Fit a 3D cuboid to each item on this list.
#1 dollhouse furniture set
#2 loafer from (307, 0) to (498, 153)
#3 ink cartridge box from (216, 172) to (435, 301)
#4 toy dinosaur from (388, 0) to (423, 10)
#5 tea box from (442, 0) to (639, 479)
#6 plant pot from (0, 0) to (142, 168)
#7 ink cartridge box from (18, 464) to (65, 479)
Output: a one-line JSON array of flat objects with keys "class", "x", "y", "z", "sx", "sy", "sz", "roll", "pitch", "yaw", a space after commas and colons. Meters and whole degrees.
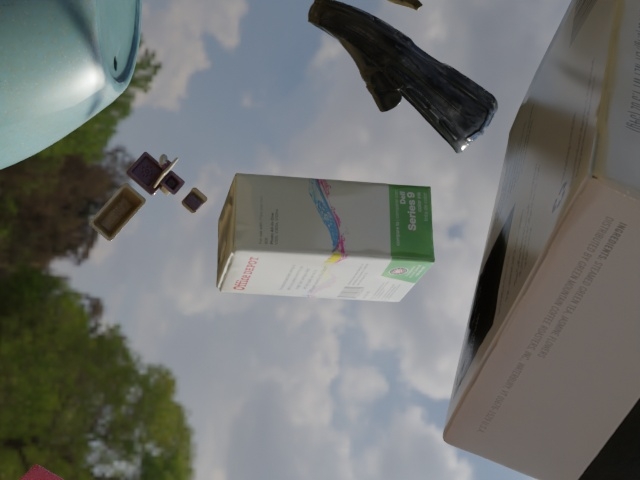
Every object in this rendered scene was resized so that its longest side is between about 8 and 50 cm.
[{"class": "dollhouse furniture set", "x": -0.189, "y": -0.040, "z": 1.304, "sx": 0.114, "sy": 0.091, "sz": 0.081, "roll": -51, "pitch": -173, "yaw": -21}, {"class": "loafer", "x": 0.077, "y": -0.167, "z": 1.198, "sx": 0.078, "sy": 0.223, "sz": 0.076, "roll": -56, "pitch": -165, "yaw": 8}, {"class": "ink cartridge box", "x": 0.000, "y": 0.000, "z": 1.268, "sx": 0.154, "sy": 0.213, "sz": 0.093, "roll": 120, "pitch": -30, "yaw": -68}, {"class": "toy dinosaur", "x": 0.035, "y": -0.354, "z": 1.373, "sx": 0.268, "sy": 0.064, "sz": 0.118, "roll": 67, "pitch": -23, "yaw": 13}, {"class": "tea box", "x": 0.281, "y": 0.002, "z": 0.723, "sx": 0.329, "sy": 0.324, "sz": 0.220, "roll": -69, "pitch": -179, "yaw": -48}, {"class": "plant pot", "x": -0.230, "y": -0.169, "z": 0.800, "sx": 0.290, "sy": 0.196, "sz": 0.290, "roll": 3, "pitch": 90, "yaw": -87}, {"class": "ink cartridge box", "x": -0.168, "y": 0.312, "z": 0.899, "sx": 0.172, "sy": 0.237, "sz": 0.100, "roll": -61, "pitch": 177, "yaw": 12}]
